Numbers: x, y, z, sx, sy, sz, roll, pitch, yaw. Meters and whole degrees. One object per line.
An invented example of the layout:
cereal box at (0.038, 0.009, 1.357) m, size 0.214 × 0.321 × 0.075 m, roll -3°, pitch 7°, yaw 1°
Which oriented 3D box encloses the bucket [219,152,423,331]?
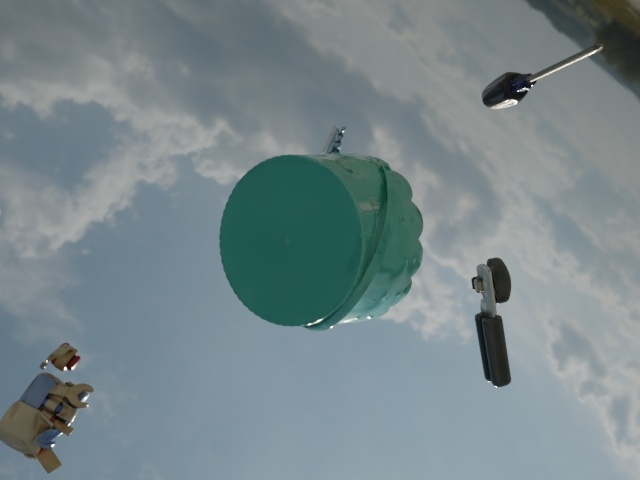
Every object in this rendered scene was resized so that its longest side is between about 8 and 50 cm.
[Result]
bucket at (0.000, 0.000, 1.027) m, size 0.281 × 0.281 × 0.183 m, roll 53°, pitch -155°, yaw 18°

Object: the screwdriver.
screwdriver at (0.146, -0.106, 0.459) m, size 0.025 × 0.024 × 0.170 m, roll 37°, pitch 178°, yaw -11°

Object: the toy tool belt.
toy tool belt at (-0.192, 0.123, 0.513) m, size 0.051 × 0.052 × 0.083 m, roll 32°, pitch -110°, yaw 1°

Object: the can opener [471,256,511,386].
can opener at (0.386, 0.181, 1.528) m, size 0.074 × 0.093 × 0.280 m, roll -147°, pitch 50°, yaw -79°

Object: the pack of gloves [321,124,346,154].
pack of gloves at (0.020, -0.167, 1.594) m, size 0.046 × 0.195 × 0.232 m, roll 25°, pitch -173°, yaw -8°
